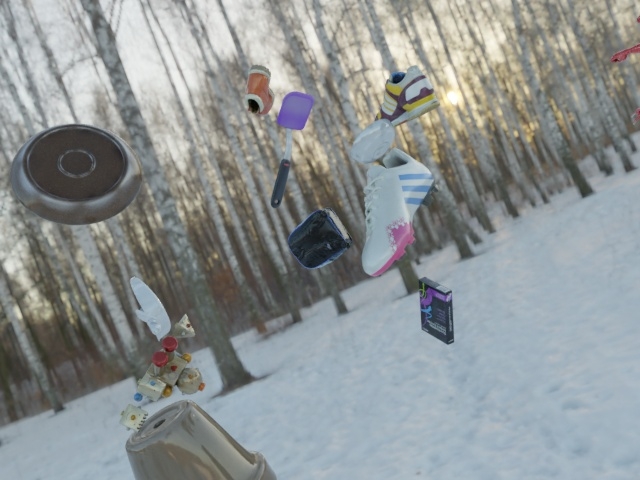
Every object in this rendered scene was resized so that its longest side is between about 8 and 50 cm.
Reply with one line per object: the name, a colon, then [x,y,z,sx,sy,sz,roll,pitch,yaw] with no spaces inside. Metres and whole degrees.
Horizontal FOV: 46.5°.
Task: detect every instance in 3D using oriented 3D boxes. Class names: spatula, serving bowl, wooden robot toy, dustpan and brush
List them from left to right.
dustpan and brush: [-0.359,0.164,1.584,0.060,0.147,0.211,-31,20,-25]
wooden robot toy: [-0.192,0.183,0.991,0.173,0.079,0.076,-63,1,-37]
spatula: [-0.084,-0.225,1.867,0.084,0.296,0.030,10,4,-30]
serving bowl: [0.087,-0.150,1.169,0.083,0.027,0.083,-34,-23,-17]

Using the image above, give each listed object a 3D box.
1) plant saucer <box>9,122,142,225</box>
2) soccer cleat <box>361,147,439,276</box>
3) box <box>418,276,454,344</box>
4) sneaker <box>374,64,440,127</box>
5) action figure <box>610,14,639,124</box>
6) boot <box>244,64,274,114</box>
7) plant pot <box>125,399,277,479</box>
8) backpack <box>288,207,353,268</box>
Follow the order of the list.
plant saucer: [-0.593,-0.177,1.812,0.310,0.310,0.050,-20,-26,-25]
soccer cleat: [0.126,-0.062,1.466,0.116,0.143,0.331,-40,12,41]
box: [0.316,0.192,2.031,0.029,0.162,0.116,-20,26,-26]
sneaker: [0.136,-0.242,1.259,0.069,0.084,0.185,-25,6,-21]
action figure: [0.520,-0.302,1.199,0.139,0.091,0.280,-36,29,28]
boot: [-0.135,-0.295,1.576,0.059,0.085,0.158,8,-18,4]
plant pot: [-0.250,0.438,1.411,0.263,0.229,0.263,-30,11,6]
backpack: [0.000,0.000,1.540,0.114,0.105,0.084,-38,-7,20]
